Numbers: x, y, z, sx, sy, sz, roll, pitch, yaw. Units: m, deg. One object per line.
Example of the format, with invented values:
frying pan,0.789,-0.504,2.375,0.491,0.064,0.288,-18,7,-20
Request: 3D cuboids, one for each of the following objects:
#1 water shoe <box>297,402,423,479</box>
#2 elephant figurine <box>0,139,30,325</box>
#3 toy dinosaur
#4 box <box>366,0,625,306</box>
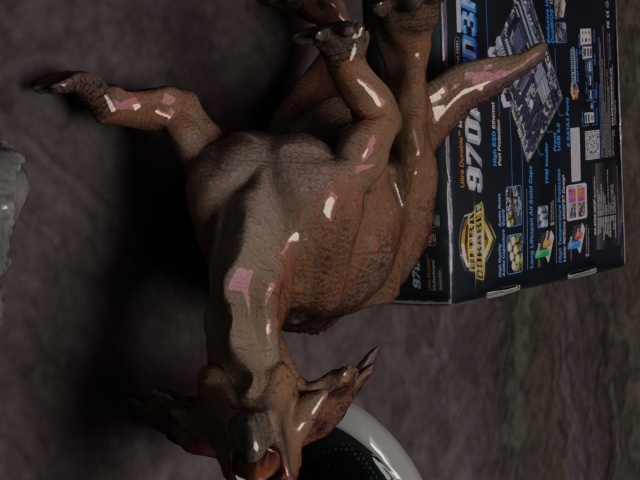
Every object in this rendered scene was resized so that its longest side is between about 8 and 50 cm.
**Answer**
water shoe,0.014,0.169,0.808,0.080,0.073,0.203,-36,118,-41
elephant figurine,-0.170,-0.087,0.540,0.169,0.186,0.239,3,74,-8
toy dinosaur,0.000,0.000,0.750,0.295,0.127,0.200,-31,114,-50
box,0.097,-0.083,0.916,0.175,0.051,0.220,-10,99,-50
